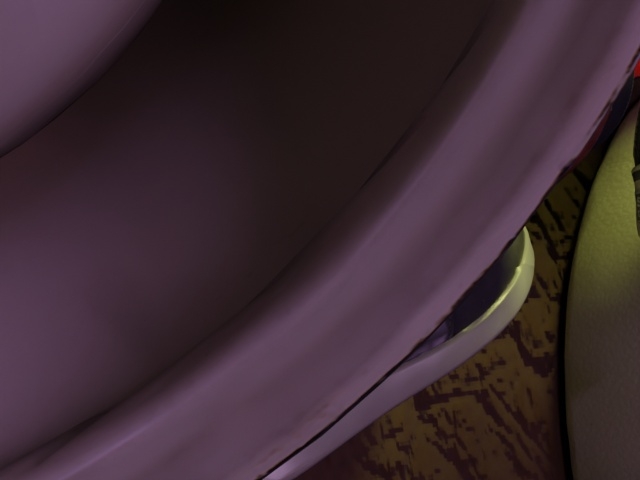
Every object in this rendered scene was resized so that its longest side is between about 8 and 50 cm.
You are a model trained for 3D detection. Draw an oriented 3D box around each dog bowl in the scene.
[{"bbox_3d":[-0.124,-0.085,0.381,0.408,0.408,0.150,25,23,-46],"label":"dog bowl"}]

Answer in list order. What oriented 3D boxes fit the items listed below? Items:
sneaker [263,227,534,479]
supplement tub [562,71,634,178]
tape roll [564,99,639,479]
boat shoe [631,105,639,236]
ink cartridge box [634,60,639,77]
[{"bbox_3d":[0.000,0.000,0.731,0.222,0.083,0.118,-36,110,-47],"label":"sneaker"},{"bbox_3d":[0.037,-0.064,0.694,0.198,0.106,0.106,-1,84,-54],"label":"supplement tub"},{"bbox_3d":[0.260,0.091,1.049,0.392,0.072,0.392,15,71,-50],"label":"tape roll"},{"bbox_3d":[0.245,-0.049,0.926,0.301,0.108,0.102,2,83,-44],"label":"boat shoe"},{"bbox_3d":[0.194,-0.214,1.038,0.275,0.060,0.239,-16,94,-52],"label":"ink cartridge box"}]
